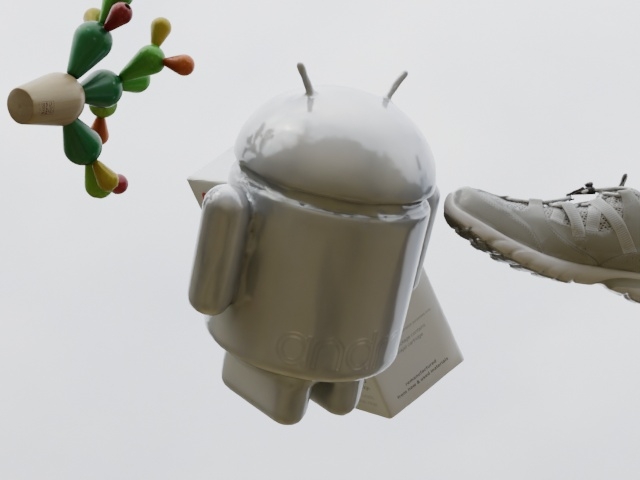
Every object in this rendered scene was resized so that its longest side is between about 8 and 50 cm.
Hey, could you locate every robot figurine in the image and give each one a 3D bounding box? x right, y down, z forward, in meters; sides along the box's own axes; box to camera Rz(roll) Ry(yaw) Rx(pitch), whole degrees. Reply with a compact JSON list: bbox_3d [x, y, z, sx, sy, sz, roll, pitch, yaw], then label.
[{"bbox_3d":[0.000,0.000,1.338,0.300,0.199,0.354,-7,-65,-45],"label":"robot figurine"}]

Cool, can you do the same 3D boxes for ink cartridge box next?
[{"bbox_3d":[0.003,0.038,1.962,0.279,0.160,0.385,8,-52,56],"label":"ink cartridge box"}]

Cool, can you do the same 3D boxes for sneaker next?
[{"bbox_3d":[0.253,-0.013,1.284,0.281,0.115,0.105,16,0,-8],"label":"sneaker"}]

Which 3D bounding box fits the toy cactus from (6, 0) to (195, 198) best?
[{"bbox_3d":[-0.213,-0.131,1.279,0.112,0.180,0.219,30,-63,22],"label":"toy cactus"}]
